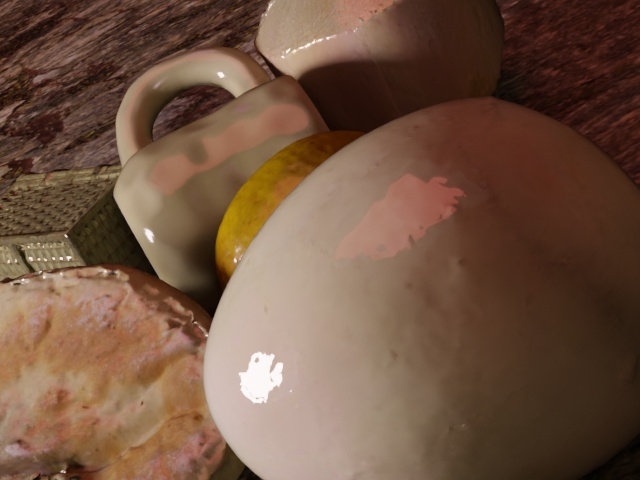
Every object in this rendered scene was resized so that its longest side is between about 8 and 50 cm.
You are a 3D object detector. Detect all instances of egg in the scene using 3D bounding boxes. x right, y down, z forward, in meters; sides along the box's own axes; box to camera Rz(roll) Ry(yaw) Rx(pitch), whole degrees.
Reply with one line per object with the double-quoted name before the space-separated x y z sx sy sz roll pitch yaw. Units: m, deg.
"egg" 0.085 0.057 1.373 0.345 0.283 0.283 -30 24 1

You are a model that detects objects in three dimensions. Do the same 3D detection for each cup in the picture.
"cup" -0.098 -0.074 1.874 0.202 0.255 0.173 -29 -8 -3

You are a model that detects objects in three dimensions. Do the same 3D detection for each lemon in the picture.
"lemon" 0.000 0.000 1.716 0.207 0.170 0.170 -43 27 -14

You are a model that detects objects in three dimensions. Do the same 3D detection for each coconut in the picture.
"coconut" 0.058 -0.212 1.969 0.239 0.244 0.239 -23 24 11

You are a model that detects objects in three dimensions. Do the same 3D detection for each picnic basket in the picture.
"picnic basket" -0.244 0.002 2.021 0.196 0.134 0.154 -5 33 44

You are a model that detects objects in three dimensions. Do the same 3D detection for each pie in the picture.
"pie" -0.208 0.156 1.654 0.338 0.075 0.337 -12 58 20
